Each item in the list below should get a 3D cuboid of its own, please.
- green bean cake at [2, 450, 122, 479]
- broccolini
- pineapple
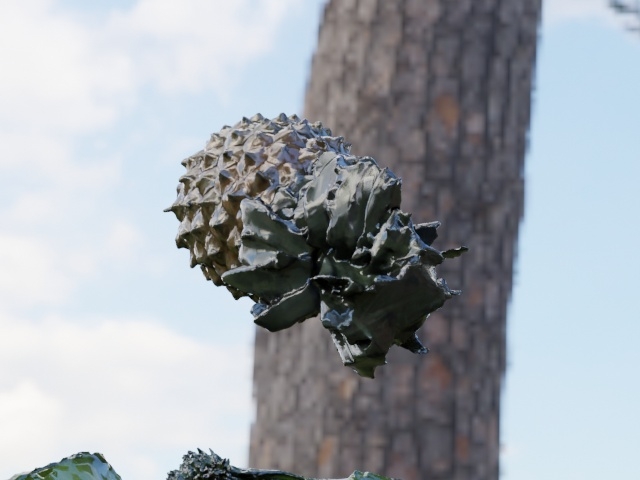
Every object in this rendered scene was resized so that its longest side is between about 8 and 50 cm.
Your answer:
[{"bbox_3d":[-0.188,0.232,1.022,0.214,0.113,0.200,-22,-31,-46],"label":"green bean cake"},{"bbox_3d":[0.031,0.125,0.932,0.218,0.044,0.042,1,-9,-10],"label":"broccolini"},{"bbox_3d":[0.000,0.000,0.611,0.074,0.074,0.159,8,9,-18],"label":"pineapple"}]
